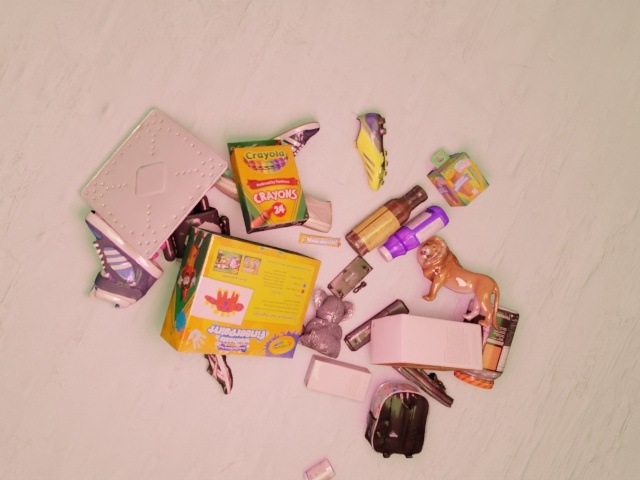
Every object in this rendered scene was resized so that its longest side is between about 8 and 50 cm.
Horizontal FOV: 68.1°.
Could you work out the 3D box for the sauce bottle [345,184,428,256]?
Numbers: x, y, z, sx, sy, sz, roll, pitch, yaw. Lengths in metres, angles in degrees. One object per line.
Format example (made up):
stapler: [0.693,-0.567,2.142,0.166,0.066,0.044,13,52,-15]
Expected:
sauce bottle: [0.255,-0.079,1.780,0.344,0.111,0.111,-37,100,-6]

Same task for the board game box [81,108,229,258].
board game box: [-0.541,-0.190,1.546,0.390,0.050,0.390,38,86,23]

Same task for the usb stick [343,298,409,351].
usb stick: [0.219,0.328,1.835,0.278,0.045,0.077,-34,100,-7]

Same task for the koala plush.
koala plush: [0.024,0.300,1.735,0.196,0.203,0.221,27,77,-12]

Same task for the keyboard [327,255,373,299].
keyboard: [0.122,0.152,1.817,0.180,0.023,0.108,-44,94,-4]

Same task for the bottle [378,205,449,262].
bottle: [0.350,-0.023,1.799,0.283,0.118,0.092,-36,100,-8]

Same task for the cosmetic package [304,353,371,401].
cosmetic package: [0.065,0.522,1.801,0.231,0.085,0.117,18,90,-10]

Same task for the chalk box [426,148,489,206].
chalk box: [0.510,-0.249,1.807,0.132,0.132,0.213,-42,100,-6]

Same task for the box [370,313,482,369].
box: [0.385,0.381,1.736,0.346,0.215,0.168,12,71,-22]

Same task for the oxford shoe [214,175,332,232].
oxford shoe: [-0.155,-0.152,1.672,0.450,0.169,0.129,19,87,-17]

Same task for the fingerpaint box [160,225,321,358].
fingerpaint box: [-0.255,0.187,1.584,0.445,0.163,0.370,15,91,-41]

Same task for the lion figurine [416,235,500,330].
lion figurine: [0.530,0.154,1.783,0.393,0.142,0.240,26,87,16]

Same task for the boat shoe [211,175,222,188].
boat shoe: [-0.474,-0.189,1.640,0.285,0.089,0.104,-27,99,-8]

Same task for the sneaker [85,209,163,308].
sneaker: [-0.717,0.086,1.579,0.236,0.130,0.322,-44,113,-5]

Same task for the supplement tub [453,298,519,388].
supplement tub: [0.638,0.401,1.848,0.194,0.193,0.315,17,91,-12]

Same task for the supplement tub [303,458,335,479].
supplement tub: [-0.004,0.899,1.819,0.107,0.071,0.070,-28,99,-8]

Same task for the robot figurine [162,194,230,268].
robot figurine: [-0.420,-0.017,1.610,0.209,0.173,0.277,-6,104,-2]

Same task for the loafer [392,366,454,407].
loafer: [0.418,0.543,1.862,0.303,0.109,0.095,37,82,-8]

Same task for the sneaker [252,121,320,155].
sneaker: [-0.108,-0.308,1.697,0.283,0.099,0.153,-25,94,-2]

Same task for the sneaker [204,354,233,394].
sneaker: [-0.373,0.476,1.727,0.077,0.072,0.178,-15,89,2]

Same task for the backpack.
backpack: [0.293,0.662,1.798,0.225,0.191,0.253,8,101,-12]

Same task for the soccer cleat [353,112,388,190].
soccer cleat: [0.186,-0.330,1.776,0.121,0.093,0.288,1,99,19]

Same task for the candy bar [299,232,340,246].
candy bar: [0.000,0.000,1.783,0.162,0.018,0.040,7,93,-11]

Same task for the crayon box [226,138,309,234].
crayon box: [-0.174,-0.195,1.550,0.203,0.081,0.318,-11,80,-25]
